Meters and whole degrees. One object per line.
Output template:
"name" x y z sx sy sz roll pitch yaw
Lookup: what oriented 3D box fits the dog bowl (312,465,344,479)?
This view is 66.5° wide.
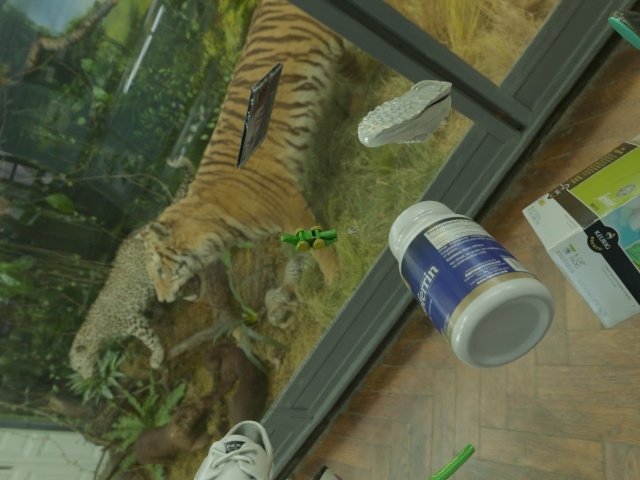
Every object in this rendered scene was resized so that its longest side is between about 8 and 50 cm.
"dog bowl" 0.009 0.678 0.958 0.150 0.408 0.408 14 85 15

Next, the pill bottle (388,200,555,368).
"pill bottle" 0.213 0.053 0.752 0.153 0.153 0.265 -58 31 20

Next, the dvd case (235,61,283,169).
"dvd case" -0.148 -0.300 1.186 0.164 0.018 0.221 -64 -2 -47

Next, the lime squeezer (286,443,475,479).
"lime squeezer" 0.090 0.390 0.736 0.310 0.059 0.110 -17 11 11

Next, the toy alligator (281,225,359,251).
"toy alligator" 0.000 0.000 1.192 0.051 0.189 0.056 91 170 -47

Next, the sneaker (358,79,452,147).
"sneaker" 0.168 -0.219 0.921 0.090 0.235 0.095 34 146 40

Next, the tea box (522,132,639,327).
"tea box" 0.659 -0.038 1.052 0.323 0.220 0.329 -38 5 22

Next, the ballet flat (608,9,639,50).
"ballet flat" 0.775 -0.441 1.104 0.096 0.280 0.095 -44 14 23

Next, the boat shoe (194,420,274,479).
"boat shoe" -0.097 0.254 0.521 0.258 0.095 0.084 127 144 -80
